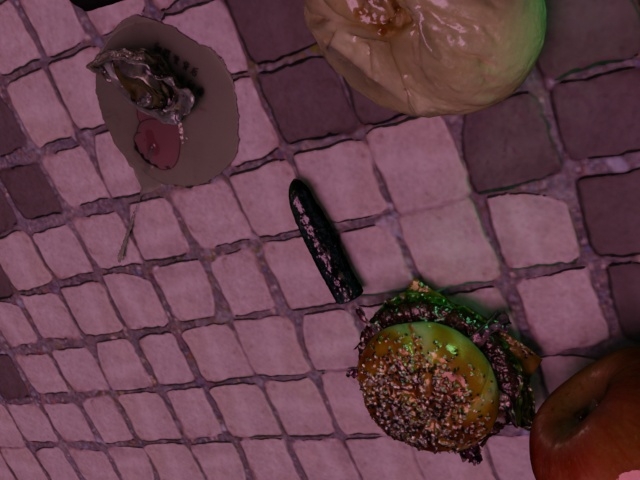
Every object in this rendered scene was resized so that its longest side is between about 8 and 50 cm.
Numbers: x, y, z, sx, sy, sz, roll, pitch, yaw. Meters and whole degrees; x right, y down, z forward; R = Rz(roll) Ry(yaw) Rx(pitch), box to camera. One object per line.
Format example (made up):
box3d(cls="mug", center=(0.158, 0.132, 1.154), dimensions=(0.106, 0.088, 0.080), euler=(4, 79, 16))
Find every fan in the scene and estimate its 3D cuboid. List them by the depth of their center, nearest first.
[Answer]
box3d(cls="fan", center=(-0.184, -0.084, 0.845), dimensions=(0.182, 0.010, 0.310), euler=(32, 126, 10))

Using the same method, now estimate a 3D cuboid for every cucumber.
box3d(cls="cucumber", center=(0.000, 0.000, 0.776), dimensions=(0.032, 0.032, 0.133), euler=(-17, 108, 35))

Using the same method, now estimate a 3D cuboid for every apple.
box3d(cls="apple", center=(0.276, 0.181, 0.641), dimensions=(0.199, 0.199, 0.199), euler=(13, 122, 22))

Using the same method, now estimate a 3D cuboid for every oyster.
box3d(cls="oyster", center=(-0.173, -0.156, 0.783), dimensions=(0.100, 0.037, 0.098), euler=(44, 147, -22))

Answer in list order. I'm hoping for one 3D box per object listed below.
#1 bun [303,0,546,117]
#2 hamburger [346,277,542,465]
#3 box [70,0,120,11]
box3d(cls="bun", center=(0.072, -0.170, 0.591), dimensions=(0.188, 0.111, 0.164), euler=(45, 131, -5))
box3d(cls="hamburger", center=(0.113, 0.134, 0.750), dimensions=(0.189, 0.093, 0.164), euler=(19, 123, 17))
box3d(cls="box", center=(-0.161, -0.354, 0.555), dimensions=(0.058, 0.211, 0.350), euler=(-6, 114, 29))
